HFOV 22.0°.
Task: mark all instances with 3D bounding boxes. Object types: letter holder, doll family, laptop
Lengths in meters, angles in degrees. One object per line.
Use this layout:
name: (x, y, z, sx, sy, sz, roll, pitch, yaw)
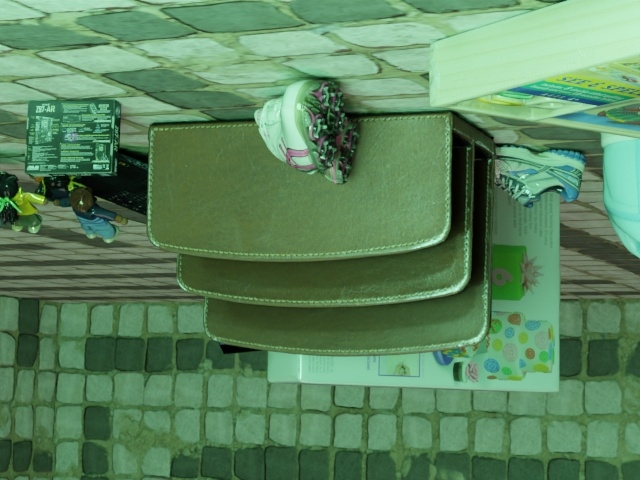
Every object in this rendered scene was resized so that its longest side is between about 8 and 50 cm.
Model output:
letter holder: (0.000, 0.000, 1.562, 0.301, 0.214, 0.152, -1, 173, 21)
doll family: (-0.299, -0.047, 1.780, 0.193, 0.076, 0.111, 3, 157, 5)
laptop: (-0.170, 0.017, 1.823, 0.264, 0.137, 0.234, 22, 167, -18)

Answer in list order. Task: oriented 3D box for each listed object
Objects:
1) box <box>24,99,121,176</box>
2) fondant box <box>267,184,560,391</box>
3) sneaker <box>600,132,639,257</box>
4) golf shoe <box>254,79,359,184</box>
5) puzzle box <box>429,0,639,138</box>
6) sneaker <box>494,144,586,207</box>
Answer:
box: (-0.221, -0.091, 1.470, 0.083, 0.067, 0.018, -1, 172, 13)
fondant box: (0.109, 0.048, 1.856, 0.330, 0.238, 0.096, 4, 172, -23)
sneaker: (0.324, -0.029, 1.511, 0.135, 0.150, 0.366, 0, 173, 25)
golf shoe: (-0.020, -0.093, 1.394, 0.086, 0.067, 0.186, 14, 169, 9)
puzzle box: (0.320, -0.115, 1.196, 0.409, 0.052, 0.272, 6, 172, -31)
sneaker: (0.201, -0.063, 1.650, 0.135, 0.058, 0.052, 3, 173, -5)
